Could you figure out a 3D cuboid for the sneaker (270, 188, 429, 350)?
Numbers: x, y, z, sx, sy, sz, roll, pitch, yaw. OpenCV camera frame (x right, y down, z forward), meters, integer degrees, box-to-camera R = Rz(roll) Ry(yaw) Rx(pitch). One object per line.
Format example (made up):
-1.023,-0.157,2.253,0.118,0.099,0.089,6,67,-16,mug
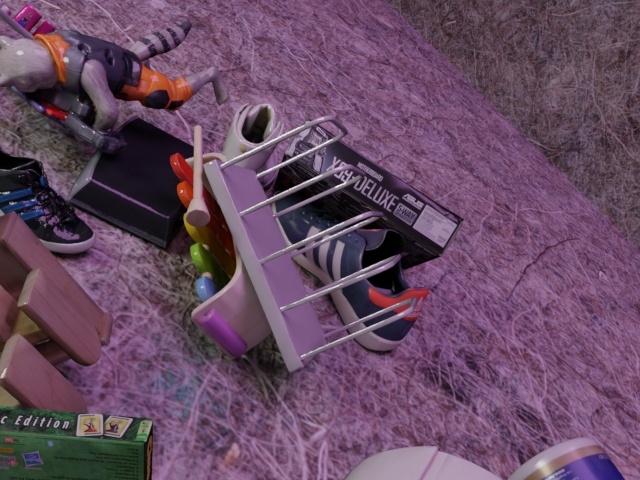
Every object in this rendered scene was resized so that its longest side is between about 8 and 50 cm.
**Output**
0.050,0.008,1.165,0.131,0.148,0.350,-7,49,-49,sneaker

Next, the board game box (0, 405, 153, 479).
-0.251,0.173,0.499,0.259,0.136,0.030,6,25,-4,board game box

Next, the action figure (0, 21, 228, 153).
-0.358,-0.275,1.094,0.341,0.179,0.330,32,25,24,action figure

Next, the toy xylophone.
-0.141,-0.015,0.970,0.323,0.081,0.236,-102,165,-51,toy xylophone

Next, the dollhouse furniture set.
-0.288,0.119,0.626,0.242,0.212,0.161,-99,164,-52,dollhouse furniture set

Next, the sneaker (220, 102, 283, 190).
-0.108,-0.171,1.252,0.108,0.169,0.292,29,28,-6,sneaker

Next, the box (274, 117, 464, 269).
0.071,-0.068,1.241,0.307,0.077,0.242,33,-10,-2,box

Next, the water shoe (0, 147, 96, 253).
-0.375,-0.059,0.905,0.203,0.080,0.073,33,30,-3,water shoe

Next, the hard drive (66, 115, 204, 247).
-0.271,-0.103,1.102,0.172,0.054,0.255,27,30,-12,hard drive

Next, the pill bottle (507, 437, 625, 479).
0.363,0.401,0.897,0.153,0.153,0.265,8,39,-38,pill bottle

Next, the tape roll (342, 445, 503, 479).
0.080,0.333,0.619,0.246,0.246,0.169,41,31,11,tape roll

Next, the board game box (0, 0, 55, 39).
-0.633,-0.490,1.074,0.390,0.050,0.390,38,-4,19,board game box

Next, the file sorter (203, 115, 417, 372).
0.000,0.000,0.940,0.193,0.173,0.278,-7,75,-79,file sorter
